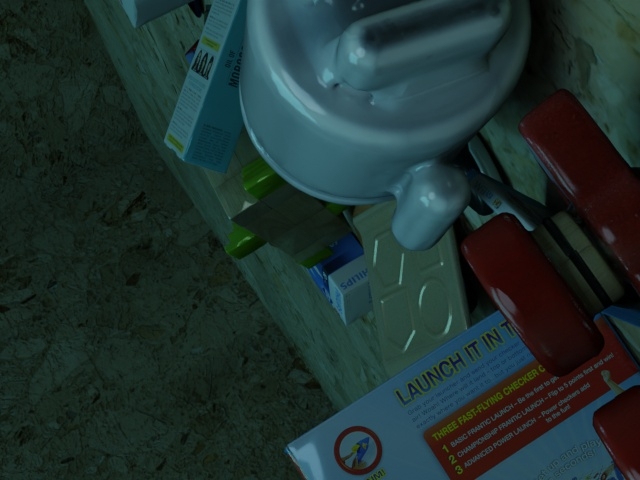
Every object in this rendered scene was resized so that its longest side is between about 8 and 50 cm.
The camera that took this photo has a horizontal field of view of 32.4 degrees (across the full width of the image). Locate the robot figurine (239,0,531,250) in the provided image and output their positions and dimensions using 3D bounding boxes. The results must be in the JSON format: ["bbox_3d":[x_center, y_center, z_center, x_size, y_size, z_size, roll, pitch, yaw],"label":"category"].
[{"bbox_3d":[0.039,-0.139,0.855,0.353,0.200,0.299,126,128,-79],"label":"robot figurine"}]

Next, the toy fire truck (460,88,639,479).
[{"bbox_3d":[0.229,0.053,0.682,0.302,0.169,0.254,56,-172,20],"label":"toy fire truck"}]

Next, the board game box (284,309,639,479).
[{"bbox_3d":[0.175,0.232,0.985,0.301,0.308,0.086,58,172,9],"label":"board game box"}]

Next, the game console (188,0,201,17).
[{"bbox_3d":[-0.333,-0.488,1.773,0.293,0.250,0.173,57,143,10],"label":"game console"}]

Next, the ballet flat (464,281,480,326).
[{"bbox_3d":[0.162,0.136,1.402,0.096,0.095,0.280,40,162,28],"label":"ballet flat"}]

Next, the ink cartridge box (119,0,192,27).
[{"bbox_3d":[-0.267,-0.500,1.404,0.384,0.160,0.279,59,170,0],"label":"ink cartridge box"}]

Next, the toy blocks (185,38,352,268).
[{"bbox_3d":[-0.091,-0.128,1.572,0.260,0.191,0.381,62,-171,20],"label":"toy blocks"}]

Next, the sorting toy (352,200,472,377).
[{"bbox_3d":[0.113,0.048,1.268,0.193,0.038,0.208,-31,69,61],"label":"sorting toy"}]

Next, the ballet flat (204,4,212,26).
[{"bbox_3d":[-0.118,-0.290,1.503,0.250,0.084,0.058,-137,48,-69],"label":"ballet flat"}]

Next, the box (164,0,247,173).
[{"bbox_3d":[-0.113,-0.212,1.336,0.060,0.244,0.100,16,-168,-26],"label":"box"}]

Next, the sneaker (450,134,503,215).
[{"bbox_3d":[0.074,-0.090,1.061,0.216,0.121,0.079,56,171,16],"label":"sneaker"}]

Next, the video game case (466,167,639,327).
[{"bbox_3d":[0.197,0.009,0.883,0.119,0.015,0.166,19,-156,-46],"label":"video game case"}]

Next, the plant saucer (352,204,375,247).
[{"bbox_3d":[0.101,0.021,1.504,0.200,0.037,0.200,57,170,15],"label":"plant saucer"}]

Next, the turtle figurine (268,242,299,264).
[{"bbox_3d":[-0.066,-0.030,2.024,0.217,0.087,0.269,50,167,42],"label":"turtle figurine"}]

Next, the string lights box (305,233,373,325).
[{"bbox_3d":[0.000,0.000,1.819,0.259,0.077,0.133,54,168,24],"label":"string lights box"}]
